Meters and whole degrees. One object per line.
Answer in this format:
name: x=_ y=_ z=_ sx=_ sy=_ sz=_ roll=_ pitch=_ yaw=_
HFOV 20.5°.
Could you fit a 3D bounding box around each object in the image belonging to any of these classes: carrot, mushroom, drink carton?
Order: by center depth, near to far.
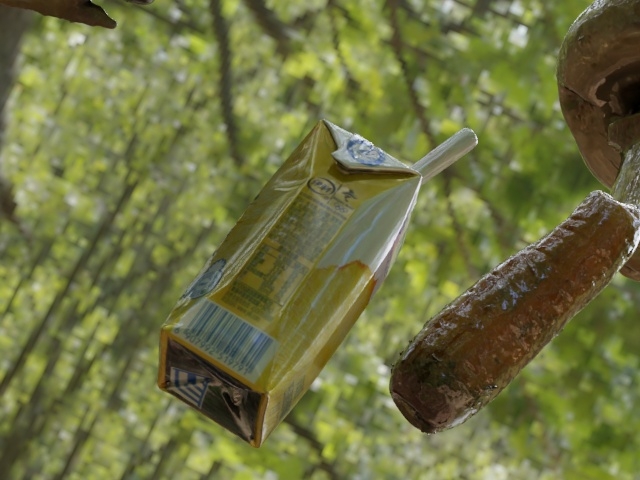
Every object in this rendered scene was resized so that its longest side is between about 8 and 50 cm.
drink carton: x=0.000 y=0.000 z=0.870 sx=0.074 sy=0.200 sz=0.084 roll=28 pitch=-30 yaw=12
carrot: x=0.114 y=0.038 z=1.010 sx=0.060 sy=0.186 sz=0.060 roll=45 pitch=-15 yaw=16
mushroom: x=0.352 y=-0.109 z=1.763 sx=0.292 sy=0.290 sz=0.292 roll=21 pitch=-39 yaw=18

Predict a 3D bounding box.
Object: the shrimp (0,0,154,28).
shrimp: x=-0.204 y=-0.241 z=1.153 sx=0.317 sy=0.168 sz=0.077 roll=22 pitch=11 yaw=13
